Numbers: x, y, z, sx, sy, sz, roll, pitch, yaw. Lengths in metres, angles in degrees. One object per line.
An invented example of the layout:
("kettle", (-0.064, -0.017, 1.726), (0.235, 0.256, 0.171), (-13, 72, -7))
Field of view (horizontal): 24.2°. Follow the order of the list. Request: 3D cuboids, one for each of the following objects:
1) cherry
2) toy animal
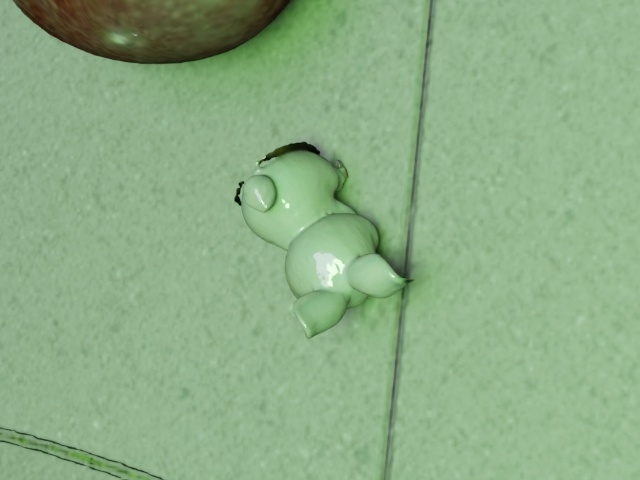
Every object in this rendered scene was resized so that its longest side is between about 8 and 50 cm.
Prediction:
("cherry", (-0.107, -0.232, 0.945), (0.285, 0.213, 0.236), (-8, 69, 42))
("toy animal", (0.002, 0.002, 0.918), (0.071, 0.085, 0.124), (-35, 69, 5))
